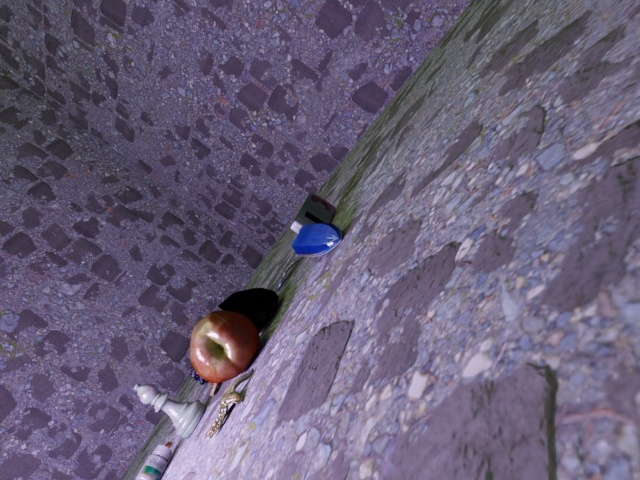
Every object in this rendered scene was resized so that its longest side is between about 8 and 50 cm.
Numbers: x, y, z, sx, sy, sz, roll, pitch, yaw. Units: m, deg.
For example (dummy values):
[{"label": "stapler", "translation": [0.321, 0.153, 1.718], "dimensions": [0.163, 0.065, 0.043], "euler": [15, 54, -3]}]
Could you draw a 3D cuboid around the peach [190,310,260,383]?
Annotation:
[{"label": "peach", "translation": [-0.322, 0.345, 1.350], "dimensions": [0.233, 0.232, 0.257], "euler": [-56, -1, -9]}]

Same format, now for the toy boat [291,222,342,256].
[{"label": "toy boat", "translation": [0.000, 0.000, 1.394], "dimensions": [0.129, 0.088, 0.295], "euler": [-61, 21, -13]}]

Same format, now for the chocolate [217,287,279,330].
[{"label": "chocolate", "translation": [-0.256, 0.301, 1.553], "dimensions": [0.224, 0.206, 0.177], "euler": [-49, -46, -68]}]

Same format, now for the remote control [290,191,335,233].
[{"label": "remote control", "translation": [-0.023, -0.099, 1.695], "dimensions": [0.050, 0.145, 0.344], "euler": [-55, 6, 27]}]

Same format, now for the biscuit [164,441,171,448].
[{"label": "biscuit", "translation": [-0.696, 0.940, 1.757], "dimensions": [0.119, 0.019, 0.130], "euler": [-50, 10, 32]}]

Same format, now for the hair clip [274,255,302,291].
[{"label": "hair clip", "translation": [-0.150, 0.142, 1.818], "dimensions": [0.229, 0.036, 0.066], "euler": [-52, 15, 17]}]

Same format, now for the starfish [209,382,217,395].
[{"label": "starfish", "translation": [-0.400, 0.550, 1.612], "dimensions": [0.209, 0.053, 0.150], "euler": [-34, 34, 56]}]

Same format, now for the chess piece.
[{"label": "chess piece", "translation": [-0.582, 0.620, 1.518], "dimensions": [0.139, 0.271, 0.139], "euler": [-54, 9, 12]}]

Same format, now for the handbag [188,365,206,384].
[{"label": "handbag", "translation": [-0.575, 0.629, 2.017], "dimensions": [0.162, 0.113, 0.260], "euler": [-50, -1, -20]}]

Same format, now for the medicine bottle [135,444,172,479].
[{"label": "medicine bottle", "translation": [-0.608, 0.831, 1.480], "dimensions": [0.080, 0.080, 0.130], "euler": [-49, 10, 36]}]

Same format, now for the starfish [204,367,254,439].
[{"label": "starfish", "translation": [-0.266, 0.466, 1.167], "dimensions": [0.224, 0.050, 0.217], "euler": [-52, -1, -20]}]
